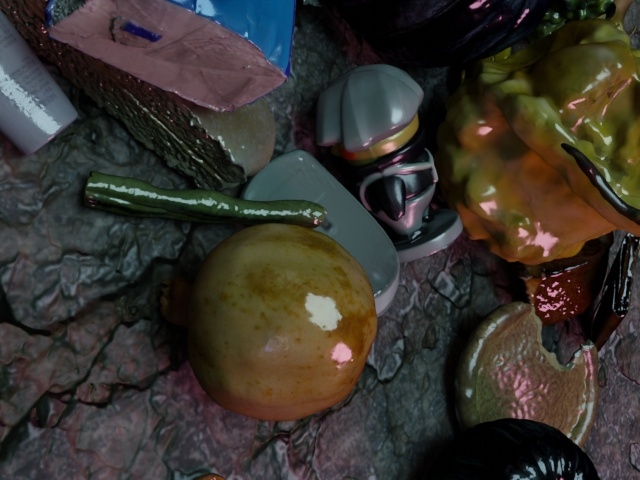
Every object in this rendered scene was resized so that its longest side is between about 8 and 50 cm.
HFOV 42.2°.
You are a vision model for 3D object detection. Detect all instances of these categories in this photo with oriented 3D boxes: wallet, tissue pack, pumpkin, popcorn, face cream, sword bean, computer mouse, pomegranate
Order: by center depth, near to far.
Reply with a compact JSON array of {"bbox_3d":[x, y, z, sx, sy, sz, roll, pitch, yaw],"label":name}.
[{"bbox_3d":[-0.314,-0.173,0.765,0.198,0.057,0.084,52,52,-17],"label":"face cream"},{"bbox_3d":[-0.121,-0.281,0.766,0.209,0.137,0.269,21,63,-36],"label":"tissue pack"},{"bbox_3d":[-0.043,0.084,0.841,0.207,0.207,0.207,10,74,-39],"label":"pomegranate"},{"bbox_3d":[-0.117,-0.038,0.884,0.269,0.043,0.038,5,62,-25],"label":"sword bean"},{"bbox_3d":[0.000,0.000,0.987,0.231,0.079,0.128,50,55,0],"label":"computer mouse"},{"bbox_3d":[0.260,0.343,1.016,0.248,0.248,0.248,10,74,-39],"label":"pumpkin"},{"bbox_3d":[0.156,-0.403,1.079,0.363,0.266,0.363,15,67,-41],"label":"pumpkin"},{"bbox_3d":[0.340,-0.106,1.102,0.349,0.381,0.349,-8,119,-14],"label":"popcorn"},{"bbox_3d":[0.451,0.085,1.280,0.243,0.039,0.133,59,47,-67],"label":"wallet"}]

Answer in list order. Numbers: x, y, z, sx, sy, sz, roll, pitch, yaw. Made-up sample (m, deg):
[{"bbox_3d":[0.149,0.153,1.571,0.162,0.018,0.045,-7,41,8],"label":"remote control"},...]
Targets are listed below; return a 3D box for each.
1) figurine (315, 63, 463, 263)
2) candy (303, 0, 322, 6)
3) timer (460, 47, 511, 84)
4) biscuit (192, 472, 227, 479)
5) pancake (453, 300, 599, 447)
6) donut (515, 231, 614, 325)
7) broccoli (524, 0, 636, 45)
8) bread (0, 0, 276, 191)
[{"bbox_3d":[0.087,-0.106,1.041,0.236,0.133,0.176,65,20,-19],"label":"figurine"},{"bbox_3d":[-0.109,-0.358,0.979,0.292,0.059,0.086,34,57,-31],"label":"candy"},{"bbox_3d":[0.269,-0.251,1.246,0.107,0.109,0.107,8,90,-80],"label":"timer"},{"bbox_3d":[-0.124,0.287,0.855,0.091,0.015,0.078,-23,97,-41],"label":"biscuit"},{"bbox_3d":[0.307,0.215,1.192,0.286,0.033,0.288,-27,108,-27],"label":"pancake"},{"bbox_3d":[0.372,0.050,1.257,0.186,0.144,0.126,-66,152,-57],"label":"donut"},{"bbox_3d":[0.407,-0.409,1.325,0.293,0.348,0.281,-30,116,3],"label":"broccoli"},{"bbox_3d":[-0.167,-0.211,0.868,0.337,0.102,0.183,43,56,-26],"label":"bread"}]
